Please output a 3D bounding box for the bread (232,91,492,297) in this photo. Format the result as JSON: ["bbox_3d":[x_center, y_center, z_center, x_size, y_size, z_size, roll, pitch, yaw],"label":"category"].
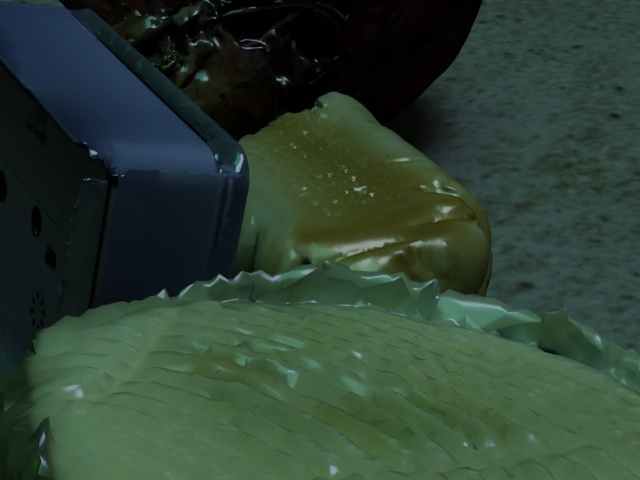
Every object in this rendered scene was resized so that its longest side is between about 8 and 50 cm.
[{"bbox_3d":[0.000,0.000,0.886,0.119,0.084,0.177,-15,31,-24],"label":"bread"}]

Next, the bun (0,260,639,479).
[{"bbox_3d":[0.020,0.115,0.592,0.259,0.152,0.259,8,18,-3],"label":"bun"}]

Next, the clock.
[{"bbox_3d":[-0.108,-0.004,0.829,0.073,0.145,0.193,-1,25,-28],"label":"clock"}]

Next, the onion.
[{"bbox_3d":[-0.045,-0.173,1.042,0.281,0.221,0.281,11,57,-18],"label":"onion"}]
